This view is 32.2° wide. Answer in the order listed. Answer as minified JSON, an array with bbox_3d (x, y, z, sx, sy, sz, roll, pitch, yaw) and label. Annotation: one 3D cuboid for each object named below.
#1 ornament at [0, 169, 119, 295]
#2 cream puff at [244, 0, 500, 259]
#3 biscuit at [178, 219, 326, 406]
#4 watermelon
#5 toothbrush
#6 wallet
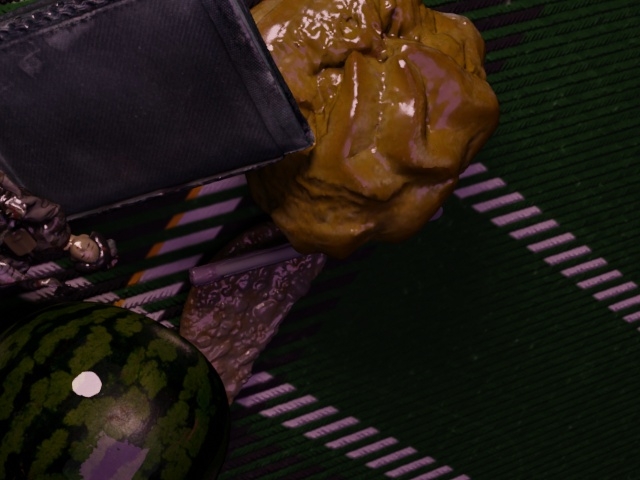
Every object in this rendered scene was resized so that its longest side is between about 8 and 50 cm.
[{"bbox_3d":[-0.299,0.011,1.131,0.196,0.153,0.166,13,120,-24],"label":"ornament"},{"bbox_3d":[0.036,-0.151,1.202,0.323,0.274,0.270,-49,134,-4],"label":"cream puff"},{"bbox_3d":[-0.099,0.075,1.368,0.141,0.038,0.290,33,92,-35],"label":"biscuit"},{"bbox_3d":[-0.248,0.205,1.208,0.285,0.285,0.285,-11,116,-23],"label":"watermelon"},{"bbox_3d":[0.000,0.000,1.355,0.353,0.029,0.024,-16,112,-27],"label":"toothbrush"},{"bbox_3d":[-0.202,-0.145,1.112,0.342,0.075,0.237,-16,122,20],"label":"wallet"}]
